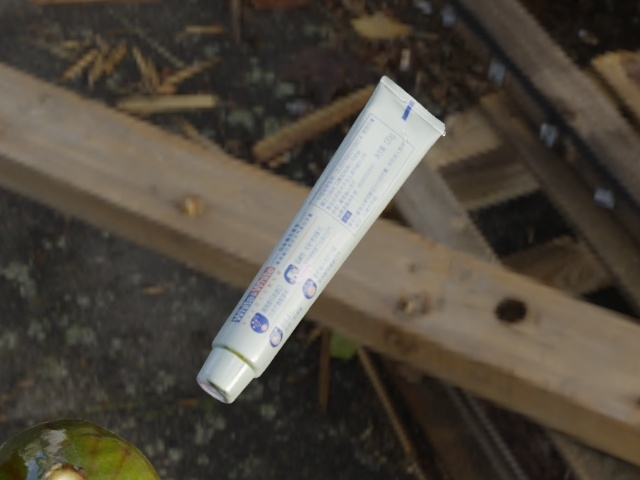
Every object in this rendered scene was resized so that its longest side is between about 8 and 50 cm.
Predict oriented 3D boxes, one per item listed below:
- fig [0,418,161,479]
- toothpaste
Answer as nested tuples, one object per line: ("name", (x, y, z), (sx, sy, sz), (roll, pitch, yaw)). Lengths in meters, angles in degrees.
("fig", (-0.145, 0.184, 0.944), (0.151, 0.259, 0.151), (2, 84, -17))
("toothpaste", (0.000, 0.000, 0.912), (0.052, 0.033, 0.218), (39, 70, -12))
